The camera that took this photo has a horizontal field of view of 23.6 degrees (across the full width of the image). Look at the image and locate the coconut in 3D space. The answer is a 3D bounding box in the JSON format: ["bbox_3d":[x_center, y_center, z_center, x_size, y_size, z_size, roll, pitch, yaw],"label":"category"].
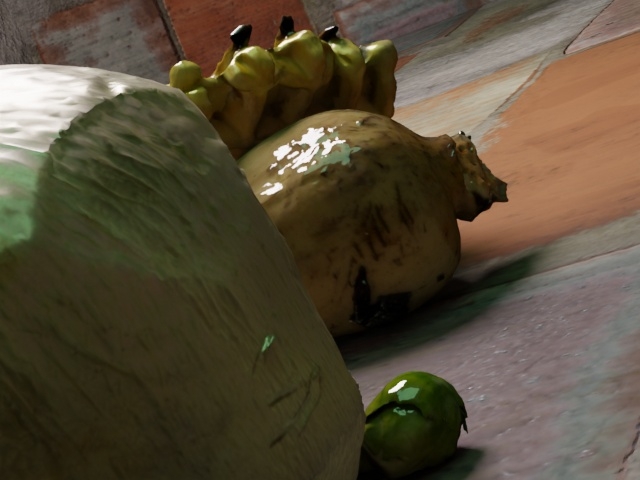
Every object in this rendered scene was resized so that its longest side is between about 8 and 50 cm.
[{"bbox_3d":[-0.146,0.057,0.696,0.297,0.255,0.297,-28,10,5],"label":"coconut"}]

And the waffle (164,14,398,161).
[{"bbox_3d":[-0.071,-0.026,1.136,0.329,0.062,0.329,-27,-32,-19],"label":"waffle"}]

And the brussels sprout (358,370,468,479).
[{"bbox_3d":[0.031,0.096,0.754,0.083,0.046,0.051,-27,10,34],"label":"brussels sprout"}]

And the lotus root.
[{"bbox_3d":[0.000,0.000,1.029,0.257,0.140,0.154,-32,51,3],"label":"lotus root"}]
